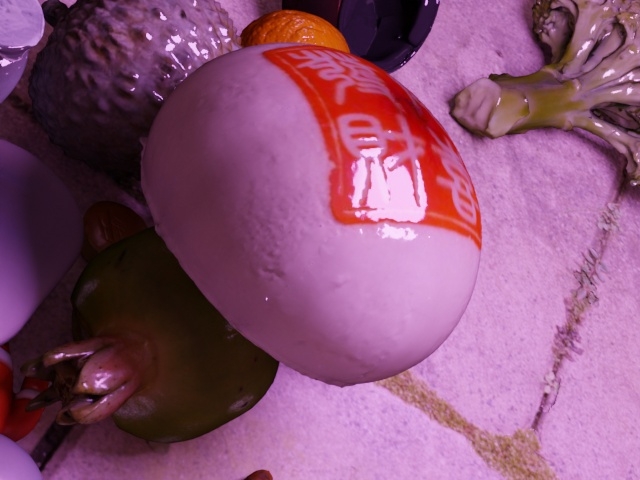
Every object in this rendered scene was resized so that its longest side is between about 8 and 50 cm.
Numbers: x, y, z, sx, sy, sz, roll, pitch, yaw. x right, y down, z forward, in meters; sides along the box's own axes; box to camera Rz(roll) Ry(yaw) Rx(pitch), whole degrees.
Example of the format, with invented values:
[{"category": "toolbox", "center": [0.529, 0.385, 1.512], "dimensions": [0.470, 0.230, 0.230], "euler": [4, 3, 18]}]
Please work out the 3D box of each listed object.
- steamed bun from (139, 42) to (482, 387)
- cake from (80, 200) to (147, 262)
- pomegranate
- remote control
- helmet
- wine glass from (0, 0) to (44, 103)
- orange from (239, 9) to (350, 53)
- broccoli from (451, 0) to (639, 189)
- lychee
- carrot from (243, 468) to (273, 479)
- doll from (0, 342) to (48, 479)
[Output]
[{"category": "steamed bun", "center": [0.015, -0.046, 1.444], "dimensions": [0.374, 0.241, 0.374], "euler": [41, 25, -23]}, {"category": "cake", "center": [-0.237, -0.005, 1.648], "dimensions": [0.084, 0.044, 0.084], "euler": [18, 50, -24]}, {"category": "pomegranate", "center": [-0.173, 0.104, 1.475], "dimensions": [0.236, 0.236, 0.302], "euler": [52, 28, 7]}, {"category": "remote control", "center": [-0.364, -0.004, 1.430], "dimensions": [0.221, 0.103, 0.332], "euler": [30, 32, 0]}, {"category": "helmet", "center": [0.044, -0.321, 1.991], "dimensions": [0.189, 0.193, 0.216], "euler": [3, 68, -39]}, {"category": "wine glass", "center": [-0.381, -0.197, 1.568], "dimensions": [0.111, 0.204, 0.111], "euler": [19, 54, -27]}, {"category": "orange", "center": [-0.031, -0.203, 1.849], "dimensions": [0.161, 0.193, 0.193], "euler": [-7, 57, 0]}, {"category": "broccoli", "center": [0.383, -0.272, 2.237], "dimensions": [0.397, 0.274, 0.353], "euler": [4, 35, -11]}, {"category": "lychee", "center": [-0.207, -0.191, 1.665], "dimensions": [0.274, 0.255, 0.255], "euler": [34, 44, -14]}, {"category": "carrot", "center": [-0.100, 0.307, 1.510], "dimensions": [0.061, 0.061, 0.209], "euler": [43, 39, -2]}, {"category": "doll", "center": [-0.341, 0.197, 1.381], "dimensions": [0.200, 0.105, 0.336], "euler": [8, 47, -35]}]
